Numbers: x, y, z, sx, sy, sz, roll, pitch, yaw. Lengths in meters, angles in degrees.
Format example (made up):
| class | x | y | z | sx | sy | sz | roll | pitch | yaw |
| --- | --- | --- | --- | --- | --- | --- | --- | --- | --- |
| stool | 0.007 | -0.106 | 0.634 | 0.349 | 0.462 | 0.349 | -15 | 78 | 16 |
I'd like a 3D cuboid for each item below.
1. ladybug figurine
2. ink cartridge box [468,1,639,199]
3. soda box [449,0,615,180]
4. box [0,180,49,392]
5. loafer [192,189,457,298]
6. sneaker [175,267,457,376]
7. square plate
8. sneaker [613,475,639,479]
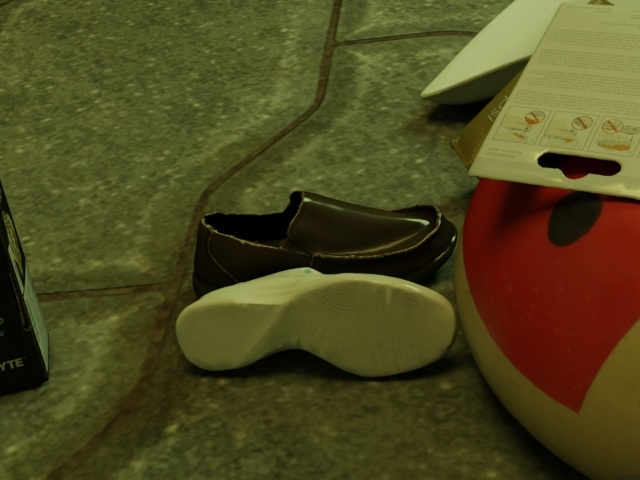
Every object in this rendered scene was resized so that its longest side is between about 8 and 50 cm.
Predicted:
| class | x | y | z | sx | sy | sz | roll | pitch | yaw |
| --- | --- | --- | --- | --- | --- | --- | --- | --- | --- |
| ladybug figurine | 0.243 | 0.005 | 0.896 | 0.305 | 0.162 | 0.449 | -15 | 30 | -8 |
| ink cartridge box | 0.200 | -0.085 | 0.880 | 0.145 | 0.045 | 0.179 | 10 | 55 | 31 |
| soda box | 0.198 | -0.118 | 1.126 | 0.181 | 0.061 | 0.058 | -46 | 25 | 11 |
| box | -0.374 | 0.005 | 0.955 | 0.295 | 0.293 | 0.073 | -13 | 30 | -4 |
| loafer | 0.000 | 0.000 | 1.061 | 0.220 | 0.078 | 0.080 | -9 | 30 | 2 |
| sneaker | 0.003 | 0.049 | 0.991 | 0.212 | 0.080 | 0.094 | -1 | 20 | 18 |
| square plate | 0.311 | -0.243 | 1.315 | 0.344 | 0.049 | 0.347 | -14 | 22 | 40 |
| sneaker | 0.201 | 0.180 | 0.708 | 0.059 | 0.053 | 0.144 | -37 | 48 | -21 |
